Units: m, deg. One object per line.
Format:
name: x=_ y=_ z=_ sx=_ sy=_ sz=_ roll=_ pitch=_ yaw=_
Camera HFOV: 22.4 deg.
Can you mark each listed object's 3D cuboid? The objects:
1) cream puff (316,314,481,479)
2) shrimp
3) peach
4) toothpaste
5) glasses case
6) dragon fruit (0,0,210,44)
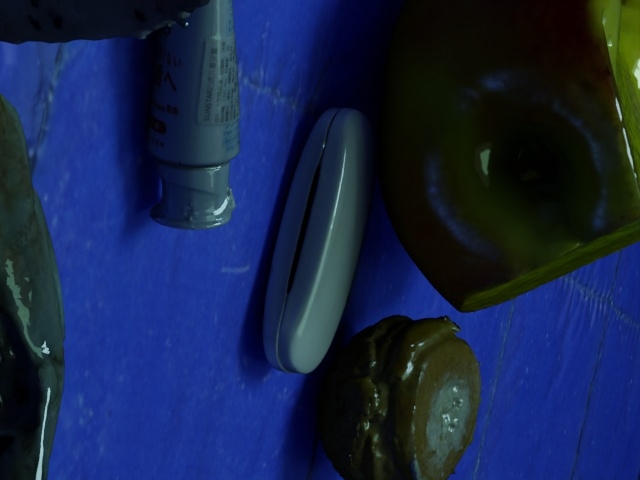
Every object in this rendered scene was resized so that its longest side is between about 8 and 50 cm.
cream puff: x=0.060 y=0.137 z=1.333 sx=0.165 sy=0.115 sz=0.150 roll=-13 pitch=105 yaw=-55
shrimp: x=-0.182 y=0.078 z=0.738 sx=0.247 sy=0.085 sz=0.360 roll=28 pitch=60 yaw=-65
peach: x=0.170 y=-0.112 z=1.322 sx=0.380 sy=0.242 sz=0.306 roll=-16 pitch=88 yaw=-65
toothpaste: x=-0.073 y=-0.124 z=0.968 sx=0.089 sy=0.057 sz=0.234 roll=-131 pitch=-138 yaw=-64
glasses case: x=0.000 y=0.000 z=1.208 sx=0.081 sy=0.051 sz=0.204 roll=39 pitch=64 yaw=-68
dragon fruit: x=-0.084 y=-0.238 z=0.699 sx=0.204 sy=0.221 sz=0.283 roll=-50 pitch=142 yaw=-39
